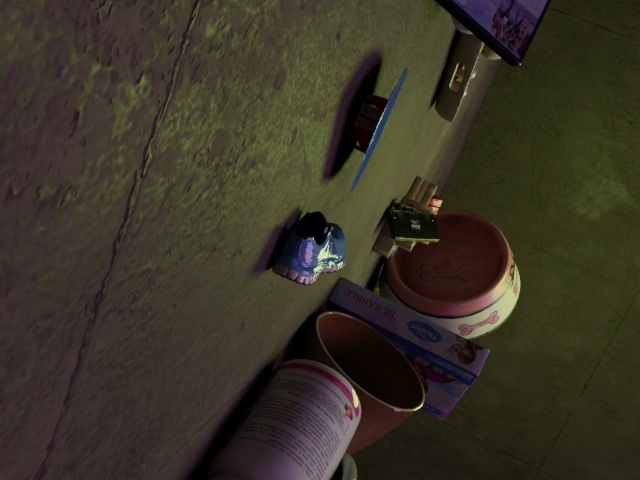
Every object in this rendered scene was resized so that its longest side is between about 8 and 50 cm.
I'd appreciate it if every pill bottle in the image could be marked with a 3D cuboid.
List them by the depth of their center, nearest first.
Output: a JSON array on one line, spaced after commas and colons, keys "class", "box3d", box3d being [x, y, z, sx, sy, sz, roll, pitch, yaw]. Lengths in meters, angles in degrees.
[{"class": "pill bottle", "box3d": [-0.061, 0.315, 0.987, 0.283, 0.161, 0.160, -51, 163, -52]}]

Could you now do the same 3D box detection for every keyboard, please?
[{"class": "keyboard", "box3d": [0.211, -0.042, 1.638, 0.192, 0.038, 0.100, 4, 73, -48]}]

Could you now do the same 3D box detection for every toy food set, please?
[{"class": "toy food set", "box3d": [0.357, -0.427, 1.509, 0.306, 0.093, 0.219, -57, 168, -37]}]

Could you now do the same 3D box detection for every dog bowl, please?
[{"class": "dog bowl", "box3d": [0.365, 0.081, 1.975, 0.407, 0.408, 0.150, -59, 153, -28]}]

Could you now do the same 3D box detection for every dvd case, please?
[{"class": "dvd case", "box3d": [0.270, -0.402, 0.976, 0.022, 0.180, 0.252, 12, -107, 62]}]

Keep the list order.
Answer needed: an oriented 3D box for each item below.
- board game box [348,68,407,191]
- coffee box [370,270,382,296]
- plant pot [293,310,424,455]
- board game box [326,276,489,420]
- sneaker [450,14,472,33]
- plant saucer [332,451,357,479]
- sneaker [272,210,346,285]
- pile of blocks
[{"class": "board game box", "box3d": [0.061, -0.147, 0.880, 0.133, 0.033, 0.168, -61, 175, -46]}, {"class": "coffee box", "box3d": [0.160, 0.186, 2.097, 0.184, 0.041, 0.113, -57, 168, -36]}, {"class": "plant pot", "box3d": [0.019, 0.300, 1.252, 0.254, 0.237, 0.237, -53, 174, 20]}, {"class": "board game box", "box3d": [0.157, 0.238, 1.451, 0.065, 0.319, 0.318, -58, 167, -27]}, {"class": "sneaker", "box3d": [0.297, -0.454, 1.087, 0.305, 0.114, 0.152, -64, 168, -1]}, {"class": "plant saucer", "box3d": [-0.061, 0.501, 1.033, 0.400, 0.100, 0.400, -46, -176, 4]}, {"class": "sneaker", "box3d": [0.000, 0.000, 0.833, 0.162, 0.064, 0.073, -37, 148, -69]}, {"class": "pile of blocks", "box3d": [0.240, -0.030, 1.801, 0.362, 0.113, 0.148, -50, 162, -52]}]
